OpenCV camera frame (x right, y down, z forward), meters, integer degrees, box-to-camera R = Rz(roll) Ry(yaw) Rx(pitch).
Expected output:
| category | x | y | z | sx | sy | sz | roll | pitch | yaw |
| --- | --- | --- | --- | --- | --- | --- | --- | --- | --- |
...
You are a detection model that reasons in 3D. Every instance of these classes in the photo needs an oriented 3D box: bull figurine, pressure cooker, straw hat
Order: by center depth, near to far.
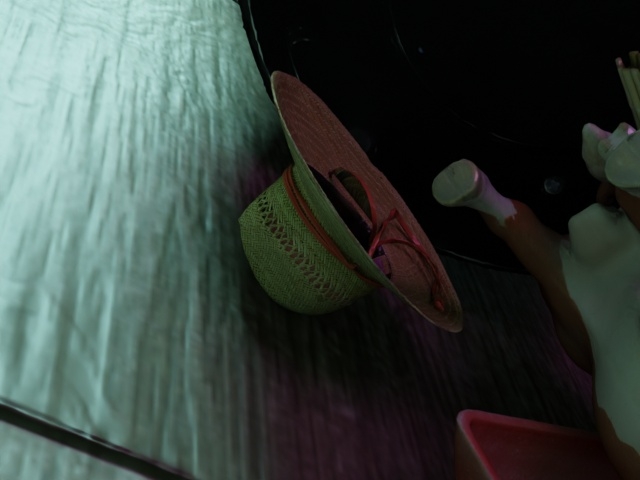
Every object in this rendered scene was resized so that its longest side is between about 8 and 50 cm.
| category | x | y | z | sx | sy | sz | roll | pitch | yaw |
| --- | --- | --- | --- | --- | --- | --- | --- | --- | --- |
| bull figurine | 0.159 | 0.074 | 0.367 | 0.188 | 0.101 | 0.310 | 39 | 15 | -40 |
| straw hat | 0.000 | 0.000 | 0.450 | 0.144 | 0.061 | 0.144 | 50 | 16 | -20 |
| pressure cooker | 0.146 | -0.212 | 0.674 | 0.370 | 0.376 | 0.420 | 49 | 22 | -12 |

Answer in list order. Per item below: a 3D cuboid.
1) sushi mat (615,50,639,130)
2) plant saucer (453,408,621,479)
| category | x | y | z | sx | sy | sz | roll | pitch | yaw |
| --- | --- | --- | --- | --- | --- | --- | --- | --- | --- |
| sushi mat | 0.227 | 0.060 | 0.489 | 0.316 | 0.019 | 0.151 | 64 | -5 | -28 |
| plant saucer | 0.177 | 0.191 | 0.385 | 0.259 | 0.047 | 0.258 | 16 | 32 | -40 |
